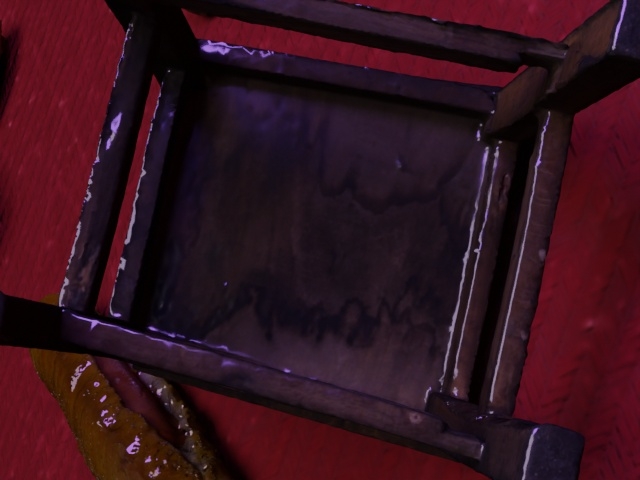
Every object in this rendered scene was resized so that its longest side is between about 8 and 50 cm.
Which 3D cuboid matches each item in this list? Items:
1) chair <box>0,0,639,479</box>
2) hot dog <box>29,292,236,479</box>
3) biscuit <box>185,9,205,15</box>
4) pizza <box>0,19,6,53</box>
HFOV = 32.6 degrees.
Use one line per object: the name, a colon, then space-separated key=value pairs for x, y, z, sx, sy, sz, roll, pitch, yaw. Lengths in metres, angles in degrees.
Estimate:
chair: x=0.000 y=0.000 z=0.592 sx=0.241 sy=0.416 sz=0.203 roll=11 pitch=84 yaw=3
hot dog: x=-0.141 y=0.125 z=0.763 sx=0.289 sy=0.068 sz=0.083 roll=39 pitch=112 yaw=45
biscuit: x=-0.097 y=-0.239 z=0.877 sx=0.118 sy=0.023 sz=0.140 roll=-31 pitch=56 yaw=36
pizza: x=-0.366 y=-0.153 z=1.110 sx=0.134 sy=0.046 sz=0.175 roll=34 pitch=101 yaw=45
